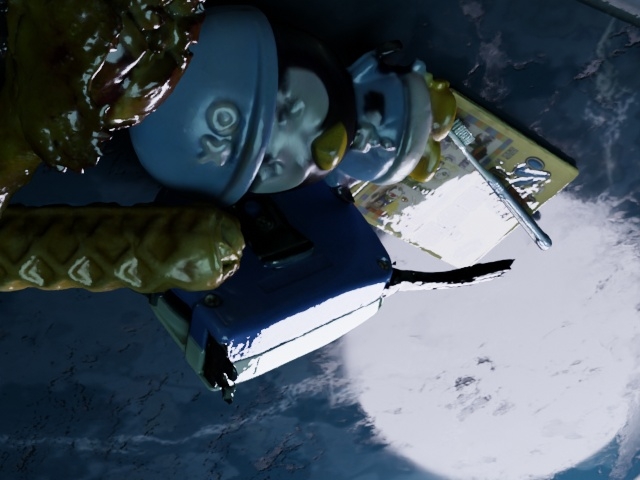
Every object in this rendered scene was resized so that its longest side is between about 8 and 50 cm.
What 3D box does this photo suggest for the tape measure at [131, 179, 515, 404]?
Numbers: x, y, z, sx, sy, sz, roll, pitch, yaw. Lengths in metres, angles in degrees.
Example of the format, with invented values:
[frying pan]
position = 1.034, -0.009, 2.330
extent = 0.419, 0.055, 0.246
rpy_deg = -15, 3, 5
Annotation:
[tape measure]
position = 0.000, 0.000, 1.357
extent = 0.351, 0.215, 0.098
rpy_deg = -20, 144, -32

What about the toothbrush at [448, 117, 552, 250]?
[toothbrush]
position = 0.177, -0.053, 1.437
extent = 0.019, 0.016, 0.219
rpy_deg = -36, 133, 9

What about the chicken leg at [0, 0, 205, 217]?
[chicken leg]
position = -0.186, -0.111, 1.066
extent = 0.140, 0.211, 0.361
rpy_deg = 21, 121, -19

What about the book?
[book]
position = 0.135, -0.056, 1.444
extent = 0.192, 0.013, 0.168
rpy_deg = 26, 123, -36

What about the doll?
[doll]
position = -0.035, -0.108, 1.254
extent = 0.314, 0.141, 0.177
rpy_deg = 4, 119, -25

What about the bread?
[bread]
position = -0.243, 0.004, 1.238
extent = 0.368, 0.084, 0.077
rpy_deg = 1, 95, 10

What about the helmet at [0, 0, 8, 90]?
[helmet]
position = -0.262, -0.165, 1.185
extent = 0.098, 0.070, 0.123
rpy_deg = -20, 141, -6
